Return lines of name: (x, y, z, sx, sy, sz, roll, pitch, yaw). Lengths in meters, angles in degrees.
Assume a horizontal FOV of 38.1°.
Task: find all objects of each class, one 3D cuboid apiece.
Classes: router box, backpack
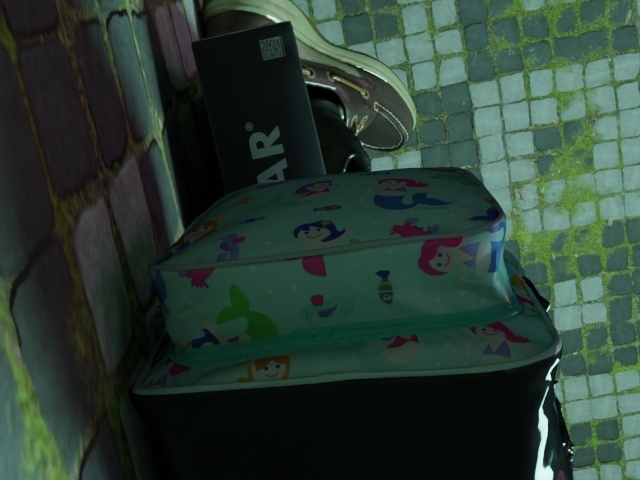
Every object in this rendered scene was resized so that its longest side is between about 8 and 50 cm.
router box: (-0.032, -0.006, 0.797, 0.243, 0.081, 0.309, -174, -109, -86)
backpack: (0.019, 0.057, 0.535, 0.253, 0.225, 0.191, -52, 135, -79)

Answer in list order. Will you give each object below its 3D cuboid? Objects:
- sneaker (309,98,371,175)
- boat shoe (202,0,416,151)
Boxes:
sneaker: (0.000, 0.000, 0.990, 0.130, 0.109, 0.286, 49, -31, 47)
boat shoe: (-0.006, -0.157, 1.048, 0.342, 0.123, 0.123, 29, 57, -50)
